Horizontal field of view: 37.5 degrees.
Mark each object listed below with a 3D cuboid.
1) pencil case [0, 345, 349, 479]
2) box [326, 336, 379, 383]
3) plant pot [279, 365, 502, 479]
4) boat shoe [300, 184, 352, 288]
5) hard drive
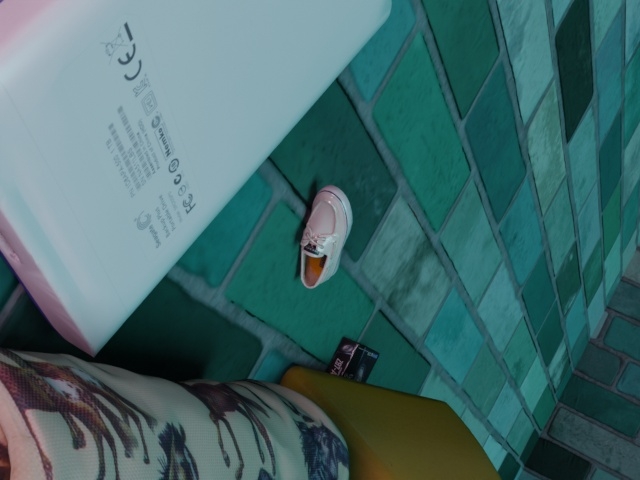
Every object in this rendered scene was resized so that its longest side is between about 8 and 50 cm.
[{"bbox_3d":[-0.119,0.149,0.542,0.410,0.184,0.159,30,58,-67],"label":"pencil case"},{"bbox_3d":[0.030,0.141,1.004,0.067,0.018,0.083,-63,156,-4],"label":"box"},{"bbox_3d":[0.056,0.268,0.871,0.212,0.187,0.212,19,99,-33],"label":"plant pot"},{"bbox_3d":[0.000,0.000,0.786,0.035,0.035,0.100,-44,156,-43],"label":"boat shoe"},{"bbox_3d":[-0.065,-0.111,0.531,0.318,0.040,0.210,-52,154,-25],"label":"hard drive"}]
